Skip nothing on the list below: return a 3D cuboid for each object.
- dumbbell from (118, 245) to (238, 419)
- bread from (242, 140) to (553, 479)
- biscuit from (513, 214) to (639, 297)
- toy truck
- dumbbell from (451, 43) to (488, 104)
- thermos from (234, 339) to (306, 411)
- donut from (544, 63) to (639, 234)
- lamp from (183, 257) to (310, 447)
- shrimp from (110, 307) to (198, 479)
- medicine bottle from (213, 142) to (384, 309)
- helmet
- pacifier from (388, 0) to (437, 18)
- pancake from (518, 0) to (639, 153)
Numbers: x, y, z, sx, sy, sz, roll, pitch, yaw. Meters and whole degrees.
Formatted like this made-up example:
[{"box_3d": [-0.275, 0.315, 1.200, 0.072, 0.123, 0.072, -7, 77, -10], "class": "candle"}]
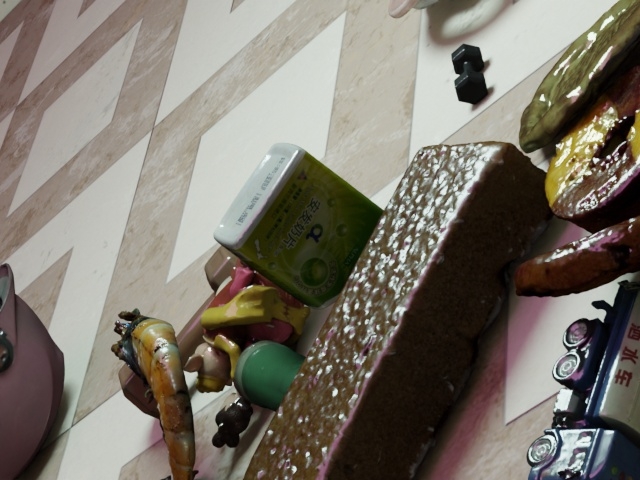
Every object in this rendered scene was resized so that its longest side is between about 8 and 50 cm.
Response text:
[{"box_3d": [-0.149, 0.111, 2.070, 0.231, 0.082, 0.092, -50, 25, 8], "class": "dumbbell"}, {"box_3d": [0.075, 0.101, 1.627, 0.416, 0.113, 0.165, -61, 23, -13], "class": "bread"}, {"box_3d": [0.247, 0.008, 1.401, 0.192, 0.049, 0.192, -20, -8, -3], "class": "biscuit"}, {"box_3d": [0.236, 0.125, 1.352, 0.088, 0.074, 0.202, -11, 46, 46], "class": "toy truck"}, {"box_3d": [0.170, -0.191, 1.945, 0.036, 0.040, 0.083, -13, 36, 10], "class": "dumbbell"}, {"box_3d": [-0.025, 0.158, 1.783, 0.083, 0.073, 0.187, -56, 24, -10], "class": "thermos"}, {"box_3d": [0.286, -0.081, 1.528, 0.184, 0.073, 0.166, -50, 24, 10], "class": "donut"}, {"box_3d": [-0.084, 0.104, 1.918, 0.253, 0.118, 0.118, -68, 24, 0], "class": "lamp"}, {"box_3d": [-0.183, 0.186, 1.933, 0.054, 0.222, 0.290, -13, 16, -16], "class": "shrimp"}, {"box_3d": [0.000, 0.000, 1.807, 0.132, 0.188, 0.088, -57, 23, -7], "class": "medicine bottle"}, {"box_3d": [-0.463, 0.221, 2.365, 0.338, 0.197, 0.271, -57, 15, -23], "class": "helmet"}, {"box_3d": [0.150, -0.425, 2.094, 0.220, 0.273, 0.332, 7, 62, 40], "class": "pacifier"}, {"box_3d": [0.276, -0.184, 1.679, 0.250, 0.031, 0.250, -50, 4, 5], "class": "pancake"}]
